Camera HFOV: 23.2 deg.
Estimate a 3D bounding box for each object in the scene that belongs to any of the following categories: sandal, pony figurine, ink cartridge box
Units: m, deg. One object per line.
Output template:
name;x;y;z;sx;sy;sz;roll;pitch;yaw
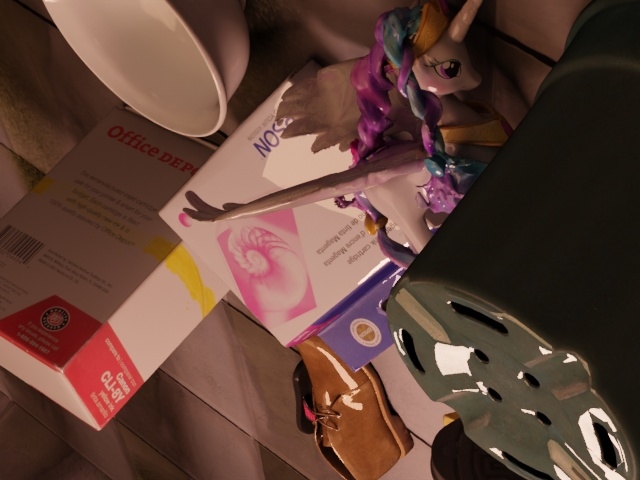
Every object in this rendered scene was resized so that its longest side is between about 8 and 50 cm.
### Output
sandal;-0.010;0.256;2.487;0.040;0.067;0.179;20;146;23
pony figurine;0.088;-0.070;1.579;0.351;0.303;0.363;-20;117;33
ink cartridge box;-0.289;0.028;2.154;0.279;0.384;0.160;26;154;35
ink cartridge box;0.003;-0.006;1.879;0.330;0.071;0.324;46;134;-2

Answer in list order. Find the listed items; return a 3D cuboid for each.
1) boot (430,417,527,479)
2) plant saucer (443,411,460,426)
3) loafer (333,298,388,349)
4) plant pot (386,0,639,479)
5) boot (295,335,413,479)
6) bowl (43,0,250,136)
boot;0.309;0.399;1.828;0.367;0.146;0.445;4;133;7
plant saucer;0.353;0.351;2.032;0.333;0.081;0.332;15;144;49
loafer;0.000;0.000;2.011;0.111;0.112;0.319;-38;96;34
plant pot;0.252;0.018;1.318;0.341;0.334;0.341;36;156;19
boot;0.029;0.246;2.342;0.112;0.115;0.305;13;141;54
bowl;-0.181;-0.273;1.787;0.298;0.134;0.298;35;155;19
